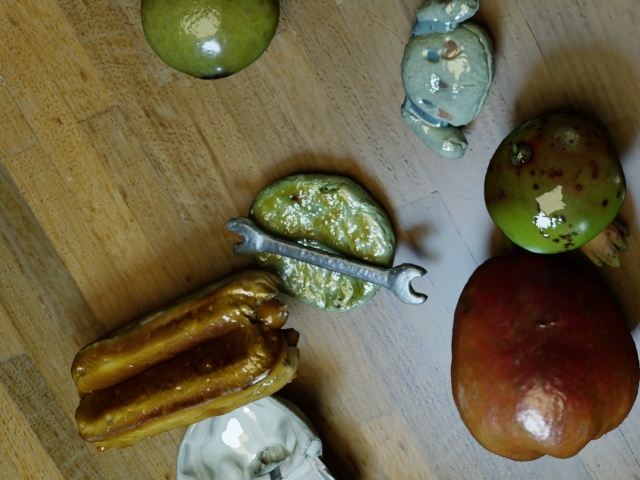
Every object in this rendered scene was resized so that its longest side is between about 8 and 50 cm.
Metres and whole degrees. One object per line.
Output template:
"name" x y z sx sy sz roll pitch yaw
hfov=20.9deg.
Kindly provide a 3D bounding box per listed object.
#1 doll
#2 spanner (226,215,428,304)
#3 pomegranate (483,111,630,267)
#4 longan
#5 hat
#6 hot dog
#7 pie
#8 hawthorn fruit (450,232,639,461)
"doll" 0.140 -0.187 1.918 0.103 0.071 0.214 20 130 20
"spanner" 0.007 0.023 2.049 0.254 0.015 0.054 16 121 10
"pomegranate" 0.272 -0.049 1.911 0.159 0.159 0.205 -27 124 27
"longan" -0.123 -0.264 1.929 0.155 0.176 0.145 -4 160 -4
"hat" -0.053 0.290 2.224 0.219 0.164 0.226 -25 146 23
"hot dog" -0.163 0.155 2.133 0.349 0.117 0.158 -26 67 32
"pie" 0.000 0.000 2.073 0.187 0.041 0.187 8 119 14
"hawthorn fruit" 0.241 0.114 1.967 0.224 0.224 0.261 -15 96 23
